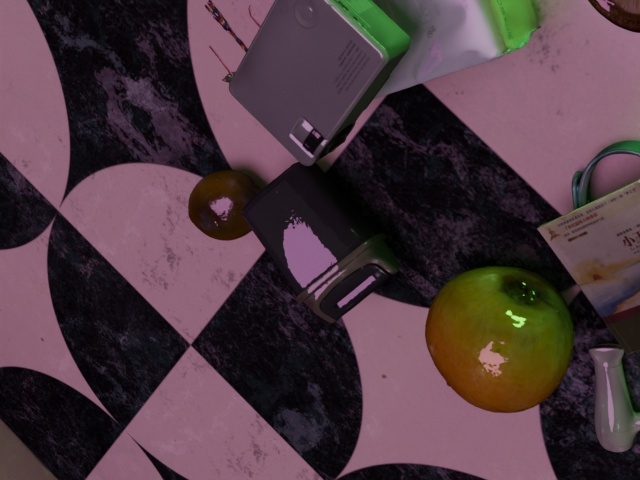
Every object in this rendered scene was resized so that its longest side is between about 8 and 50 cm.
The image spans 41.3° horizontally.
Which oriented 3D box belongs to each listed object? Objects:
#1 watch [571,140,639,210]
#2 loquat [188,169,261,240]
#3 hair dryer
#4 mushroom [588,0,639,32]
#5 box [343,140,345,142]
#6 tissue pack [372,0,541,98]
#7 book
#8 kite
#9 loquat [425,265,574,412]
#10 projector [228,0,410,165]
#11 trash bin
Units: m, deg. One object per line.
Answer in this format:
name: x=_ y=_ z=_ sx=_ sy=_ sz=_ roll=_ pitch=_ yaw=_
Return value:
watch: x=0.520 y=-0.045 z=1.409 sx=0.195 sy=0.068 sz=0.237 roll=5 pitch=117 yaw=32
loquat: x=-0.208 y=-0.073 z=1.827 sx=0.195 sy=0.152 sz=0.152 roll=-19 pitch=104 yaw=30
hair dryer: x=0.616 y=0.287 z=1.544 sx=0.237 sy=0.075 sz=0.206 roll=-1 pitch=108 yaw=26
mushroom: x=0.482 y=-0.402 z=1.205 sx=0.231 sy=0.138 sz=0.194 roll=34 pitch=143 yaw=28
box: x=-0.006 y=-0.278 z=1.373 sx=0.153 sy=0.074 sz=0.240 roll=31 pitch=133 yaw=14
tissue pack: x=0.123 y=-0.456 z=1.353 sx=0.332 sy=0.205 sz=0.405 roll=-13 pitch=107 yaw=38
book: x=0.518 y=0.050 z=1.399 sx=0.201 sy=0.026 sz=0.289 roll=-30 pitch=104 yaw=41
kite: x=-0.151 y=-0.384 z=1.705 sx=0.198 sy=0.006 sz=0.244 roll=-32 pitch=95 yaw=41
loquat: x=0.316 y=0.179 z=1.531 sx=0.275 sy=0.275 sz=0.275 roll=16 pitch=123 yaw=26
projector: x=-0.003 y=-0.259 z=1.267 sx=0.192 sy=0.099 sz=0.257 roll=46 pitch=134 yaw=7
trash bin: x=0.000 y=0.000 z=1.689 sx=0.209 sy=0.182 sz=0.290 roll=-40 pitch=84 yaw=16
